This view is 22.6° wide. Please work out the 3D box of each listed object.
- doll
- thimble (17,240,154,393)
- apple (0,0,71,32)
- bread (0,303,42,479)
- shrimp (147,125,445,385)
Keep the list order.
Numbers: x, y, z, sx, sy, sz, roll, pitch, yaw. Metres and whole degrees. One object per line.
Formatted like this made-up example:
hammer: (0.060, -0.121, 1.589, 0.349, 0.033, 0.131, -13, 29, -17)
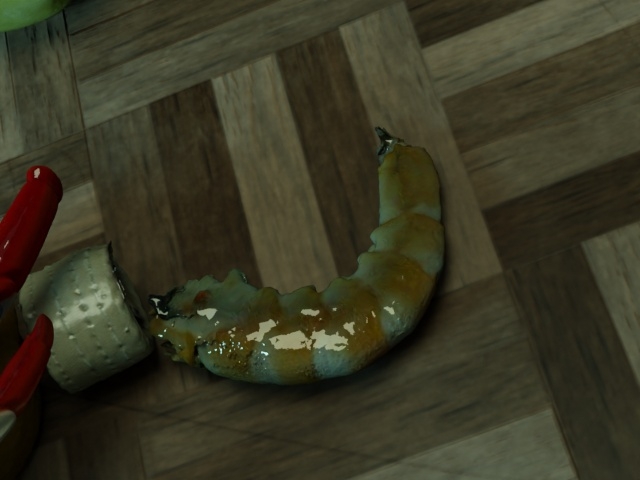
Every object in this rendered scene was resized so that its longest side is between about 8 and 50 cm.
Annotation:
doll: (-0.307, 0.105, 1.234, 0.188, 0.099, 0.384, 3, 55, 10)
thimble: (-0.197, 0.065, 1.367, 0.090, 0.102, 0.115, -27, 59, 1)
apple: (-0.329, -0.305, 1.627, 0.200, 0.200, 0.200, -10, 54, 15)
bread: (-0.356, 0.138, 1.356, 0.268, 0.146, 0.268, -8, 58, 14)
shrimp: (0.010, 0.025, 1.337, 0.287, 0.068, 0.185, -45, 55, -14)
